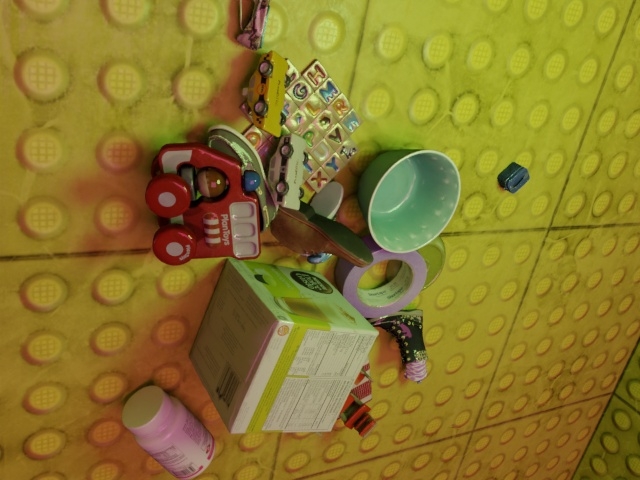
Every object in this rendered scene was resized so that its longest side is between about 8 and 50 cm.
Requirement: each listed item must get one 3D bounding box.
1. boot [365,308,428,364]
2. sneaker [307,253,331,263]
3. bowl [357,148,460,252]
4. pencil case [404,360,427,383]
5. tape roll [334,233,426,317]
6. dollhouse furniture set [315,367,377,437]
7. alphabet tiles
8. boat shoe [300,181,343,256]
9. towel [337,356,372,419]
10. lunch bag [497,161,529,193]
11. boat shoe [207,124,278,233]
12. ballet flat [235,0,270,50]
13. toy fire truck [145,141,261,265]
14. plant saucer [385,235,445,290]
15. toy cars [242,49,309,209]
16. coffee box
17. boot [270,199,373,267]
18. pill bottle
[{"bbox_3d":[0.264,0.326,1.990,0.236,0.085,0.179,-1,76,-34],"label":"boot"},{"bbox_3d":[0.017,0.018,1.743,0.144,0.053,0.059,-32,130,-22],"label":"sneaker"},{"bbox_3d":[0.229,-0.136,1.708,0.311,0.163,0.312,-14,122,-24],"label":"bowl"},{"bbox_3d":[0.334,0.417,2.145,0.088,0.086,0.206,-11,123,2],"label":"pencil case"},{"bbox_3d":[0.185,0.108,1.836,0.274,0.090,0.275,-10,126,-14],"label":"tape roll"},{"bbox_3d":[0.077,0.547,1.981,0.262,0.135,0.259,-45,133,-3],"label":"dollhouse furniture set"},{"bbox_3d":[-0.044,-0.287,1.548,0.285,0.011,0.342,-45,128,0],"label":"alphabet tiles"},{"bbox_3d":[0.007,-0.056,1.682,0.229,0.080,0.076,-67,156,3],"label":"boat shoe"},{"bbox_3d":[0.069,0.489,2.057,0.236,0.037,0.329,-23,128,-20],"label":"towel"},{"bbox_3d":[0.644,-0.205,1.978,0.098,0.065,0.067,-44,130,-3],"label":"lunch bag"},{"bbox_3d":[-0.195,-0.147,1.472,0.109,0.091,0.305,-7,134,23],"label":"boat shoe"},{"bbox_3d":[-0.137,-0.540,1.322,0.079,0.077,0.222,16,109,-16],"label":"ballet flat"},{"bbox_3d":[-0.266,-0.086,1.393,0.253,0.169,0.303,-3,121,-8],"label":"toy fire truck"},{"bbox_3d":[0.327,0.085,1.975,0.240,0.037,0.241,-15,124,-23],"label":"plant saucer"},{"bbox_3d":[-0.114,-0.259,1.457,0.176,0.087,0.394,-56,142,-46],"label":"toy cars"},{"bbox_3d":[-0.110,0.288,1.636,0.334,0.337,0.339,12,109,-36],"label":"coffee box"},{"bbox_3d":[0.000,0.000,1.600,0.115,0.305,0.112,-63,167,22],"label":"boot"},{"bbox_3d":[-0.435,0.550,1.709,0.160,0.160,0.283,-34,129,-9],"label":"pill bottle"}]
